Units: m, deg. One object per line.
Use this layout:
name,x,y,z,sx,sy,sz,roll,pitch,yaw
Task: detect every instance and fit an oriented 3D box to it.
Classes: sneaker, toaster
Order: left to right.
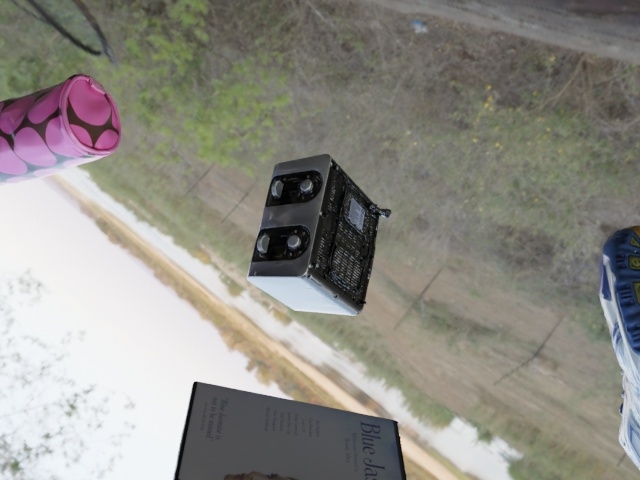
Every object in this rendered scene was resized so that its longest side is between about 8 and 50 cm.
toaster,0.000,0.000,0.859,0.110,0.168,0.185,-1,156,31
sneaker,0.300,0.138,0.576,0.131,0.111,0.297,126,131,-66

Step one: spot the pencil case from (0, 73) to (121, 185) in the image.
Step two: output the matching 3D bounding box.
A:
pencil case,-0.313,-0.123,0.721,0.209,0.098,0.095,-5,154,31

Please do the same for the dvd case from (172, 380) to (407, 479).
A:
dvd case,-0.026,0.243,0.701,0.252,0.022,0.180,14,-151,-10
